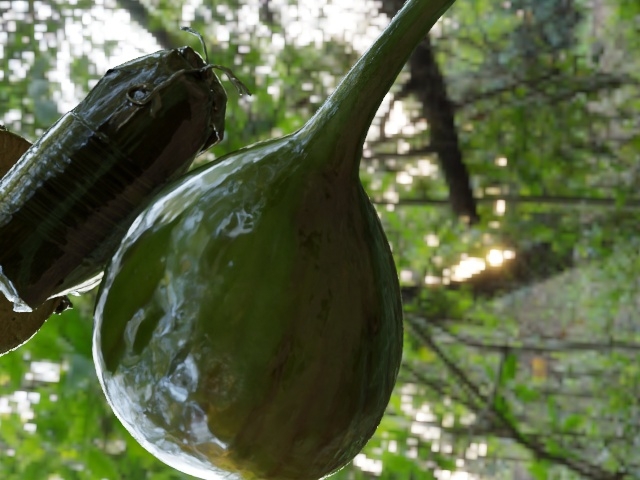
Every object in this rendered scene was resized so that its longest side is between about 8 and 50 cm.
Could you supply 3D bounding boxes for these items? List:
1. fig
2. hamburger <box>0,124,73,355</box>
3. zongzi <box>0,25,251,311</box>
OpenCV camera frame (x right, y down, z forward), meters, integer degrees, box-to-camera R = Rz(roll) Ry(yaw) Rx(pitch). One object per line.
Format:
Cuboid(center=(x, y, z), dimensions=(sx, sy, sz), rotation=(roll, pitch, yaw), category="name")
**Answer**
Cuboid(center=(0.000, 0.000, 0.598), dimensions=(0.259, 0.151, 0.151), rotation=(-55, 4, 34), category="fig")
Cuboid(center=(-0.296, -0.008, 1.080), dimensions=(0.189, 0.122, 0.215), rotation=(-30, -56, -33), category="hamburger")
Cuboid(center=(-0.120, -0.040, 0.859), dimensions=(0.187, 0.084, 0.184), rotation=(-44, -6, 2), category="zongzi")
